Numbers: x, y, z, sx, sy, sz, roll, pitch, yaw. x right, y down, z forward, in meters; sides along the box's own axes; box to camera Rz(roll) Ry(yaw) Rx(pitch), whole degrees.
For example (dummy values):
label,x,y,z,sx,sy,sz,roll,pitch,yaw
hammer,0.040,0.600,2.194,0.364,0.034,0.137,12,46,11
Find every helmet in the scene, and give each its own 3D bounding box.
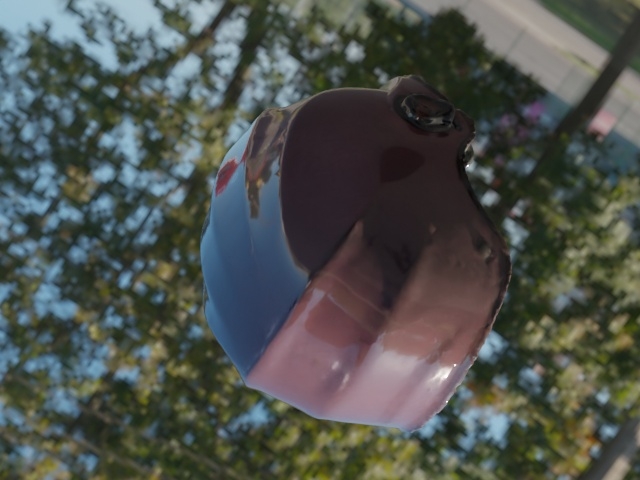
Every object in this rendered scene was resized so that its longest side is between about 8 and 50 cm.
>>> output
label,x,y,z,sx,sy,sz,roll,pitch,yaw
helmet,0.000,0.000,1.189,0.197,0.271,0.338,7,-133,-28
